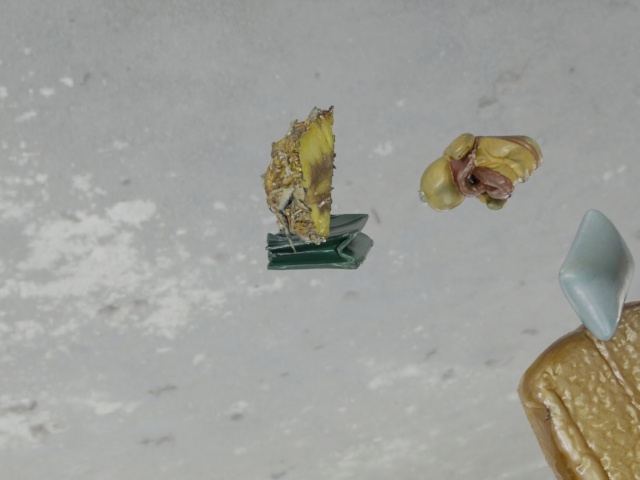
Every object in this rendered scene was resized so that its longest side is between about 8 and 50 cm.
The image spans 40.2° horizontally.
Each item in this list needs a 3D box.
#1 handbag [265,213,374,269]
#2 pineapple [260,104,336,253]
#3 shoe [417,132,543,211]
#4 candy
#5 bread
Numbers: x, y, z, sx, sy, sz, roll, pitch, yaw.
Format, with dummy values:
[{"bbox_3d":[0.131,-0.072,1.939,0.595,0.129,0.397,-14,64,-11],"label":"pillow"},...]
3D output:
[{"bbox_3d":[0.001,-0.001,2.148,0.239,0.089,0.326,-5,-169,9],"label":"handbag"},{"bbox_3d":[-0.069,-0.135,1.855,0.161,0.334,0.158,0,176,26],"label":"pineapple"},{"bbox_3d":[0.137,-0.062,0.775,0.109,0.069,0.072,9,131,33],"label":"shoe"},{"bbox_3d":[0.421,0.049,1.322,0.071,0.174,0.138,-19,115,42],"label":"candy"},{"bbox_3d":[0.501,0.289,1.417,0.328,0.337,0.148,-27,162,-12],"label":"bread"}]
